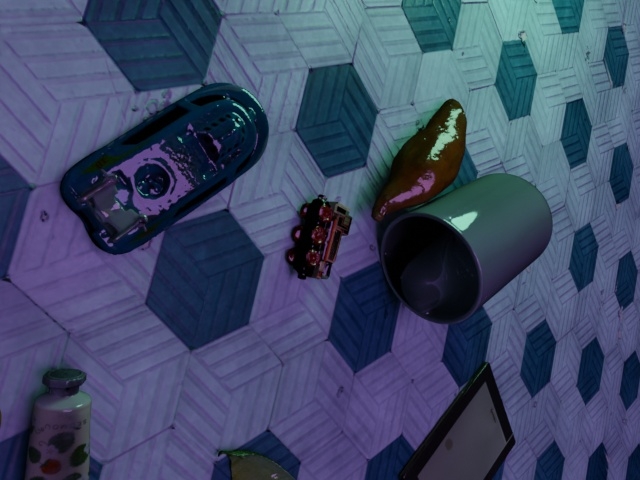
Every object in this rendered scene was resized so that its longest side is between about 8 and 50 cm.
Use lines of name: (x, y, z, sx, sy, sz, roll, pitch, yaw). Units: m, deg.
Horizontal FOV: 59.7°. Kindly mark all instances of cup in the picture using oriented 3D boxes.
cup: (0.284, 0.000, 1.036, 0.312, 0.206, 0.205, -26, 109, -40)

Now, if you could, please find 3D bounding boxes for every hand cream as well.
hand cream: (-0.301, 0.285, 0.636, 0.095, 0.059, 0.275, 2, 96, -40)

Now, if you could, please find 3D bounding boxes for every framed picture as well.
framed picture: (0.313, 0.472, 1.215, 0.347, 0.016, 0.264, -40, 117, -32)

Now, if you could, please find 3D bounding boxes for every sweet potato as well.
sweet potato: (0.196, -0.142, 1.011, 0.359, 0.112, 0.112, -47, 121, -33)

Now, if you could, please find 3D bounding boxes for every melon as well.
melon: (-0.082, 0.402, 0.855, 0.114, 0.053, 0.261, -34, 112, -15)

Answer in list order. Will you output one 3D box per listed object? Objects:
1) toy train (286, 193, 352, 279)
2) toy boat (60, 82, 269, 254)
toy train: (0.000, 0.000, 0.884, 0.087, 0.050, 0.137, 24, 77, -43)
toy boat: (-0.166, -0.102, 0.706, 0.299, 0.092, 0.134, -43, 116, -30)
